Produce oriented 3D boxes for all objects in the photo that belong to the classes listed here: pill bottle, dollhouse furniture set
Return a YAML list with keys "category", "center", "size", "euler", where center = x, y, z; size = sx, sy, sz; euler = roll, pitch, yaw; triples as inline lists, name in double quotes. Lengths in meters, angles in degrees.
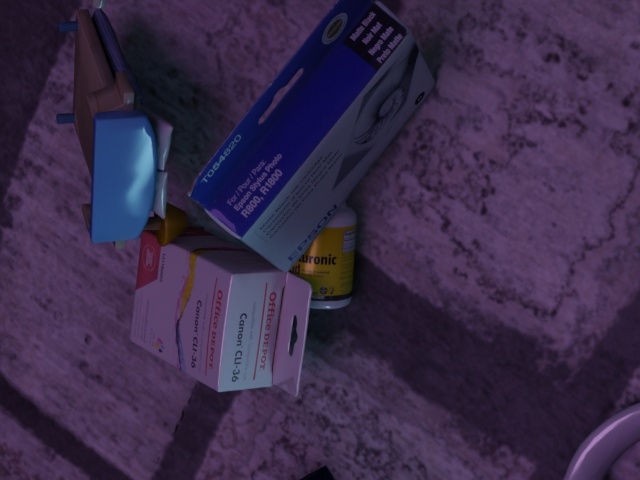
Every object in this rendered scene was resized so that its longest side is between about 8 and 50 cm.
- category: "pill bottle"
  center: [0.000, 0.000, 1.603]
  size: [0.065, 0.065, 0.116]
  euler: [9, 102, 27]
- category: "dollhouse furniture set"
  center: [-0.141, -0.187, 1.631]
  size: [0.286, 0.198, 0.303]
  euler: [-116, 27, -49]

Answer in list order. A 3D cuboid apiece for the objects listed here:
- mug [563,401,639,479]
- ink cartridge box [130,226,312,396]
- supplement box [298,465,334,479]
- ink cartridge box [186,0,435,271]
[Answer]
- category: "mug"
  center: [0.295, 0.303, 1.407]
  size: [0.328, 0.276, 0.374]
  euler: [-23, 57, 36]
- category: "ink cartridge box"
  center: [-0.094, 0.066, 1.622]
  size: [0.198, 0.067, 0.115]
  euler: [22, 110, 49]
- category: "supplement box"
  center: [-0.017, 0.274, 1.664]
  size: [0.083, 0.056, 0.083]
  euler: [-34, 82, 29]
- category: "ink cartridge box"
  center: [0.000, -0.087, 1.458]
  size: [0.045, 0.224, 0.223]
  euler: [38, 90, 17]
